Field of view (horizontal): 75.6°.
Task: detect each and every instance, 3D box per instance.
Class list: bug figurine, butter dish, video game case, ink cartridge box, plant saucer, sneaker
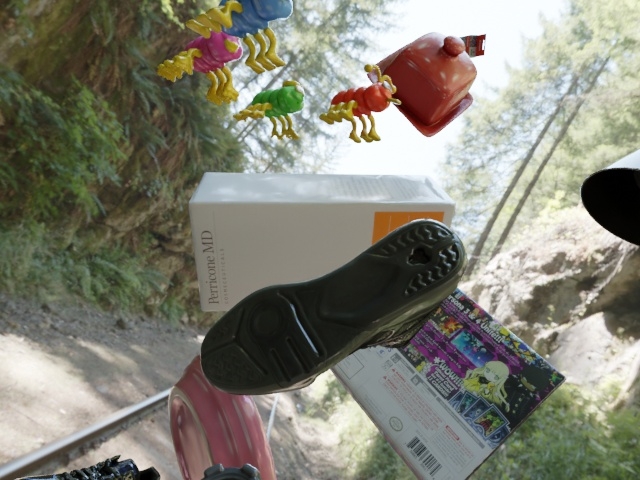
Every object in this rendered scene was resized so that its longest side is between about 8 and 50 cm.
[{"bbox_3d":[-0.045,-0.192,0.474,0.216,0.072,0.279,3,-8,36],"label":"bug figurine"},{"bbox_3d":[0.188,-0.278,0.671,0.160,0.160,0.118,48,-28,3],"label":"butter dish"},{"bbox_3d":[0.144,0.163,0.536,0.232,0.210,0.041,44,-18,33],"label":"video game case"},{"bbox_3d":[0.437,-0.572,1.220,0.115,0.029,0.062,-141,-135,-63],"label":"ink cartridge box"},{"bbox_3d":[-0.195,0.375,0.748,0.332,0.084,0.332,19,-66,50],"label":"plant saucer"},{"bbox_3d":[-0.309,0.332,0.553,0.081,0.090,0.232,27,-23,29],"label":"sneaker"},{"bbox_3d":[0.016,0.075,0.366,0.087,0.228,0.130,59,-7,29],"label":"sneaker"}]

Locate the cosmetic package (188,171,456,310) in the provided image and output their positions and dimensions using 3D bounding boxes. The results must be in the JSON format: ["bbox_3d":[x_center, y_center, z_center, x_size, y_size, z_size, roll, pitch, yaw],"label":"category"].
[{"bbox_3d":[0.000,0.000,0.802,0.161,0.454,0.230,-98,-172,-62],"label":"cosmetic package"}]

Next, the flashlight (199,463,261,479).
[{"bbox_3d":[-0.097,0.417,0.501,0.103,0.103,0.303,-93,178,-69],"label":"flashlight"}]

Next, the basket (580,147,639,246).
[{"bbox_3d":[0.649,-0.113,0.771,0.204,0.227,0.154,39,-27,35],"label":"basket"}]
